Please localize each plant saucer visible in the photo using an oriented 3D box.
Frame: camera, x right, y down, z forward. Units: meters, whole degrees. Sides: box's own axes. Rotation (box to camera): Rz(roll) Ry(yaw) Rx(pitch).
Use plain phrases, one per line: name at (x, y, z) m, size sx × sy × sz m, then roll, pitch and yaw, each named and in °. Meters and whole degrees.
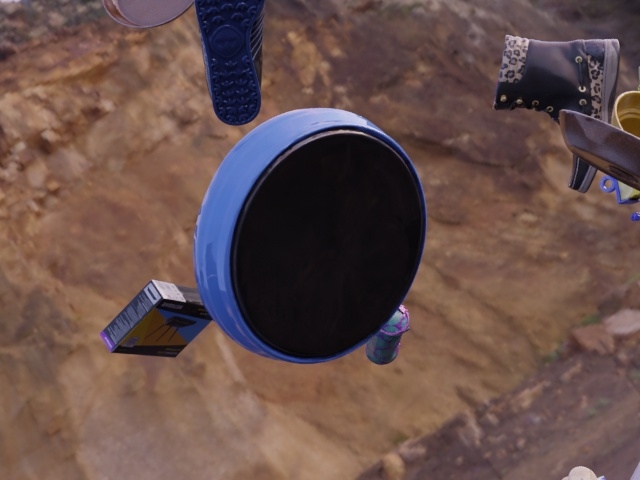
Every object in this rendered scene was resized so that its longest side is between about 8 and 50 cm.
plant saucer at (0.356, -0.089, 1.124) m, size 0.036 × 0.198 × 0.198 m, roll -61°, pitch -15°, yaw 5°
plant saucer at (-0.245, -0.383, 1.451) m, size 0.168 × 0.168 × 0.029 m, roll -36°, pitch -24°, yaw 0°

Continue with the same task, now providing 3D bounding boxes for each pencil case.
pencil case at (0.117, 0.164, 1.713) m, size 0.070 × 0.064 × 0.151 m, roll -26°, pitch -22°, yaw -18°

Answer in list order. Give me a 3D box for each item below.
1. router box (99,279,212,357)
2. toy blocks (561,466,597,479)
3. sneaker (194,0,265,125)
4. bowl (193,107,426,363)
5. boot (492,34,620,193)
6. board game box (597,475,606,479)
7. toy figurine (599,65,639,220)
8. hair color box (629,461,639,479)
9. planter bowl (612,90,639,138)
router box at (-0.261, 0.134, 1.621) m, size 0.133 × 0.046 × 0.179 m, roll -45°, pitch -25°, yaw 14°
toy blocks at (0.450, 0.481, 1.712) m, size 0.054 × 0.123 × 0.148 m, roll -7°, pitch -32°, yaw -14°
sneaker at (-0.102, -0.248, 1.088) m, size 0.081 × 0.090 × 0.232 m, roll -3°, pitch -55°, yaw -10°
bowl at (0.000, 0.000, 1.449) m, size 0.391 × 0.391 × 0.077 m, roll -30°, pitch 30°, yaw -26°
boot at (0.567, -0.320, 2.394) m, size 0.138 × 0.284 × 0.377 m, roll -55°, pitch -27°, yaw -75°
board game box at (0.603, 0.637, 2.091) m, size 0.047 × 0.210 × 0.160 m, roll -8°, pitch -32°, yaw -36°
toy figurine at (0.671, -0.170, 2.074) m, size 0.191 × 0.362 × 0.217 m, roll -5°, pitch -10°, yaw -40°
hair color box at (0.374, 0.390, 1.012) m, size 0.339 × 0.110 × 0.185 m, roll -59°, pitch -10°, yaw -71°
planter bowl at (0.613, -0.168, 1.804) m, size 0.217 × 0.217 × 0.090 m, roll -26°, pitch -22°, yaw -40°
